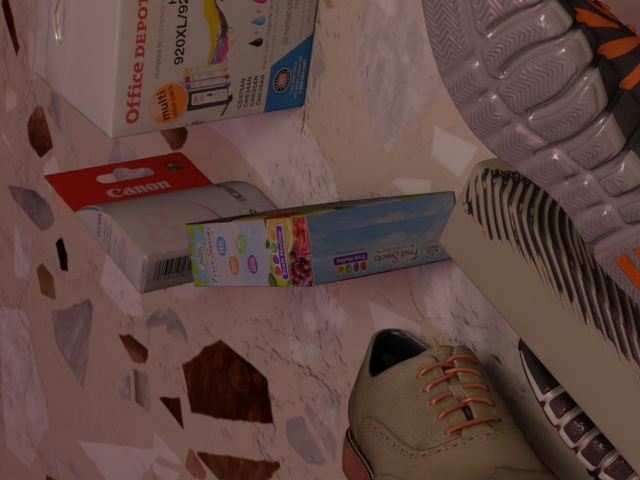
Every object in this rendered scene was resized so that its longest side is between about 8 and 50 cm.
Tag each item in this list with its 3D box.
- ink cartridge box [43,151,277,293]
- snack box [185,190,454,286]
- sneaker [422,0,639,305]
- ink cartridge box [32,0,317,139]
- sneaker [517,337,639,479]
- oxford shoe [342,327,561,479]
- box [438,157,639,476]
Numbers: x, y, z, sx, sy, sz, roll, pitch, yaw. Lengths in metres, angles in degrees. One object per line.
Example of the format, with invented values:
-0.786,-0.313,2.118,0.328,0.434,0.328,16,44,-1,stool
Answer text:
-0.169,-0.043,1.523,0.232,0.189,0.066,49,136,35,ink cartridge box
0.000,0.000,1.314,0.207,0.174,0.070,-1,97,55,snack box
0.210,-0.110,0.957,0.321,0.180,0.124,52,148,-12,sneaker
-0.146,-0.224,1.391,0.168,0.232,0.171,39,131,42,ink cartridge box
0.234,0.205,1.122,0.281,0.106,0.162,53,142,29,sneaker
0.104,0.170,1.195,0.397,0.140,0.146,-160,68,-69,oxford shoe
0.221,0.051,1.080,0.275,0.113,0.094,50,136,31,box
